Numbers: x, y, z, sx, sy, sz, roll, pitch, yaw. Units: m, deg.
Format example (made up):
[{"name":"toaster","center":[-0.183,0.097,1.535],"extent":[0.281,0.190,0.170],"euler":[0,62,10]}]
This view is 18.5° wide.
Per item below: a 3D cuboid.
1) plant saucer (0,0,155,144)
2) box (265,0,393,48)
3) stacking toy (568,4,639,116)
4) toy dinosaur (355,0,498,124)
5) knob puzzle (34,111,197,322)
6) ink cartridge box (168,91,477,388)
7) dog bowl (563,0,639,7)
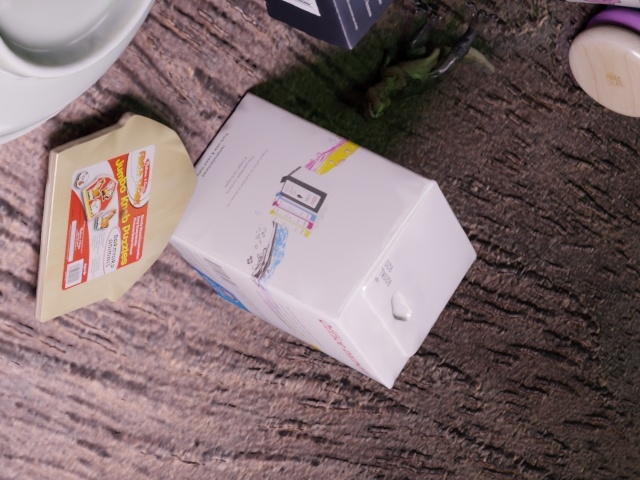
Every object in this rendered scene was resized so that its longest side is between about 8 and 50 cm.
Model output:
[{"name":"plant saucer","center":[-0.218,-0.241,1.524],"extent":[0.400,0.100,0.400],"euler":[-37,141,-38]},{"name":"box","center":[0.032,-0.311,1.836],"extent":[0.207,0.108,0.153],"euler":[-50,147,-21]},{"name":"stacking toy","center":[0.444,-0.313,2.453],"extent":[0.330,0.141,0.141],"euler":[-54,149,-26]},{"name":"toy dinosaur","center":[0.125,-0.202,2.110],"extent":[0.268,0.064,0.118],"euler":[-24,146,-48]},{"name":"knob puzzle","center":[-0.188,-0.033,1.796],"extent":[0.213,0.030,0.213],"euler":[-35,139,-38]},{"name":"ink cartridge box","center":[0.000,0.000,1.905],"extent":[0.168,0.232,0.171],"euler":[-56,149,-12]},{"name":"dog bowl","center":[0.403,-0.432,2.166],"extent":[0.408,0.150,0.408],"euler":[-58,162,-30]}]
